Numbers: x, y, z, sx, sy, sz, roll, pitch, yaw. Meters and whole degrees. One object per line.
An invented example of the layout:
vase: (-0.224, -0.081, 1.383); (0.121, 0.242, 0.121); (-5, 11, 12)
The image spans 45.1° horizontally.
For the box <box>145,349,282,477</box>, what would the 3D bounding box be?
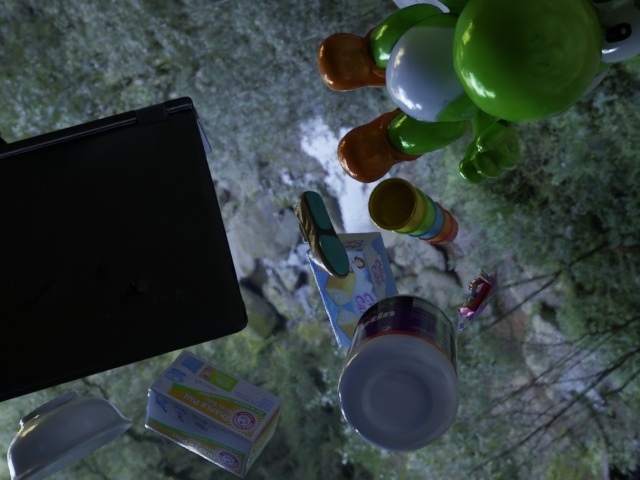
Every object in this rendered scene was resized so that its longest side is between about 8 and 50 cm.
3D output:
box: (-0.185, 0.297, 1.330); (0.203, 0.114, 0.103); (24, 128, 12)

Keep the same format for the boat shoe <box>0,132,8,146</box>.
boat shoe: (-0.593, -0.162, 1.383); (0.257, 0.095, 0.095); (33, 123, 38)

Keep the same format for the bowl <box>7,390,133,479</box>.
bowl: (-0.594, 0.439, 1.768); (0.134, 0.298, 0.298); (59, 154, 9)

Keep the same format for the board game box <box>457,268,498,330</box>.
board game box: (0.332, 0.121, 1.681); (0.033, 0.169, 0.133); (37, 111, -2)

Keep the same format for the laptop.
laptop: (-0.283, 0.021, 0.797); (0.408, 0.382, 0.236); (142, 112, -85)

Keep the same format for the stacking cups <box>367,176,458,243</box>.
stacking cups: (0.193, -0.036, 1.460); (0.096, 0.096, 0.316); (47, -168, 26)

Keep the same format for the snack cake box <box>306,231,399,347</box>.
snack cake box: (0.088, 0.116, 1.740); (0.152, 0.089, 0.264); (-1, 118, 36)

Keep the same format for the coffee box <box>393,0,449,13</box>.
coffee box: (0.223, -0.362, 1.064); (0.119, 0.168, 0.297); (40, -174, -30)

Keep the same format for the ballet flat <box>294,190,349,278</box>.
ballet flat: (0.000, 0.000, 1.631); (0.073, 0.080, 0.232); (-47, 47, 36)

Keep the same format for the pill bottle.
pill bottle: (0.134, 0.197, 1.262); (0.181, 0.181, 0.323); (64, -167, -7)

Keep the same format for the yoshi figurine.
yoshi figurine: (0.120, -0.154, 0.675); (0.203, 0.203, 0.362); (33, 157, -27)
